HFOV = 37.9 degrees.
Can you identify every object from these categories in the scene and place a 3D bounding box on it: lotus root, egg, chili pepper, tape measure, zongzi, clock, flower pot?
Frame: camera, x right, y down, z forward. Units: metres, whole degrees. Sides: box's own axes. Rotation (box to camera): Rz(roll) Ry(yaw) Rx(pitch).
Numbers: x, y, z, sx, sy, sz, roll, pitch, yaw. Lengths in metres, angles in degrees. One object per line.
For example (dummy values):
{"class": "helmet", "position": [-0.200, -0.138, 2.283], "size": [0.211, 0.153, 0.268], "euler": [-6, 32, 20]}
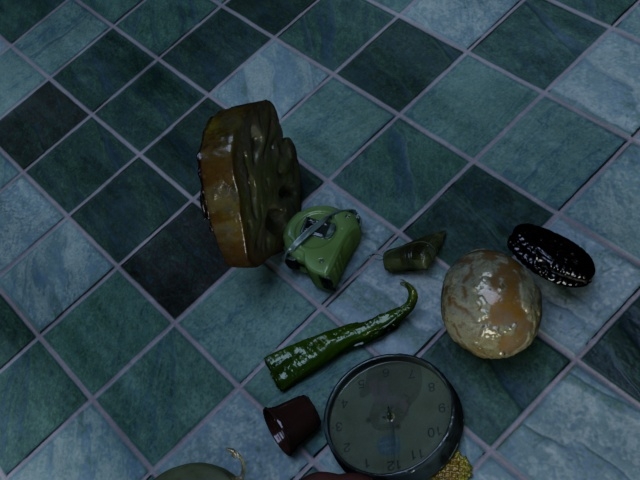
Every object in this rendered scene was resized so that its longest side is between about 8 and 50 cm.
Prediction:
{"class": "lotus root", "position": [-0.153, -0.117, 2.072], "size": [0.111, 0.390, 0.375], "euler": [1, 66, 20]}
{"class": "egg", "position": [0.337, 0.123, 1.854], "size": [0.203, 0.203, 0.245], "euler": [-18, 42, 7]}
{"class": "chili pepper", "position": [0.050, 0.200, 1.974], "size": [0.359, 0.076, 0.085], "euler": [-30, 80, 2]}
{"class": "tape measure", "position": [0.000, 0.000, 2.107], "size": [0.175, 0.106, 0.200], "euler": [18, 62, 24]}
{"class": "zongzi", "position": [0.193, 0.021, 2.077], "size": [0.154, 0.062, 0.130], "euler": [-6, 33, 34]}
{"class": "clock", "position": [0.140, 0.352, 1.841], "size": [0.280, 0.055, 0.281], "euler": [-11, 50, 14]}
{"class": "flower pot", "position": [-0.052, 0.366, 1.889], "size": [0.089, 0.111, 0.111], "euler": [-28, 51, -20]}

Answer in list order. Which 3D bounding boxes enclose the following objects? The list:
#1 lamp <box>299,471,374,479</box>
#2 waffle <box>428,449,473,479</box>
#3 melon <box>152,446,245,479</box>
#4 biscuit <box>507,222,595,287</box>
{"class": "lamp", "position": [0.029, 0.550, 1.625], "size": [0.305, 0.240, 0.305], "euler": [1, 63, -2]}
{"class": "waffle", "position": [0.248, 0.437, 1.781], "size": [0.085, 0.016, 0.078], "euler": [32, 72, 32]}
{"class": "melon", "position": [-0.242, 0.551, 1.725], "size": [0.308, 0.272, 0.272], "euler": [-27, 52, -8]}
{"class": "biscuit", "position": [0.470, 0.030, 1.897], "size": [0.194, 0.194, 0.053], "euler": [43, 119, 36]}
